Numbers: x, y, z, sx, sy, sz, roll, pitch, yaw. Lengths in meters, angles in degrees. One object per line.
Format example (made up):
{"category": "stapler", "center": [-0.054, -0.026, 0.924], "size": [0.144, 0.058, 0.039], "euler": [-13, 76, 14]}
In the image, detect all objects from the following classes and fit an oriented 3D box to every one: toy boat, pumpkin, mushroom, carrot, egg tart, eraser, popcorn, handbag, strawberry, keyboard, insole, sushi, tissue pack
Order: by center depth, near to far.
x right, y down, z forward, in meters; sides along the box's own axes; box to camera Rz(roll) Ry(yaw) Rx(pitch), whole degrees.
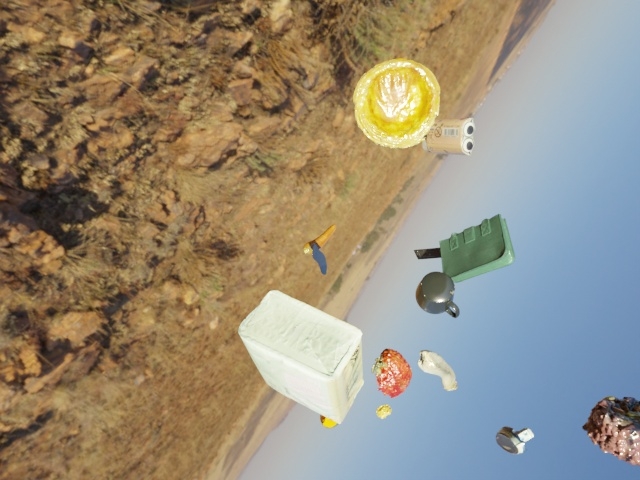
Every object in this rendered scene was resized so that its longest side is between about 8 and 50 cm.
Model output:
{"category": "tissue pack", "center": [-0.042, 0.380, 1.303], "size": [0.205, 0.331, 0.405], "euler": [-55, 154, -30]}
{"category": "sushi", "center": [1.138, 0.684, 1.513], "size": [0.236, 0.269, 0.171], "euler": [-105, -165, -70]}
{"category": "strawberry", "center": [0.296, 0.516, 1.576], "size": [0.236, 0.106, 0.175], "euler": [37, 54, -48]}
{"category": "mushroom", "center": [0.514, 0.560, 1.759], "size": [0.096, 0.278, 0.099], "euler": [-51, -152, -7]}
{"category": "insole", "center": [-0.002, 0.083, 1.771], "size": [0.253, 0.005, 0.086], "euler": [61, 33, -61]}
{"category": "egg tart", "center": [0.329, -0.586, 1.776], "size": [0.388, 0.387, 0.169], "euler": [-58, -176, 6]}
{"category": "handbag", "center": [0.697, 0.043, 1.838], "size": [0.326, 0.089, 0.239], "euler": [-31, -137, 43]}
{"category": "pumpkin", "center": [0.038, 0.757, 1.843], "size": [0.119, 0.183, 0.108], "euler": [-37, 144, 1]}
{"category": "toy boat", "center": [0.893, 0.905, 1.866], "size": [0.115, 0.114, 0.262], "euler": [-25, 160, -11]}
{"category": "eraser", "center": [0.622, -0.512, 2.002], "size": [0.290, 0.087, 0.171], "euler": [-152, -123, -61]}
{"category": "carrot", "center": [0.000, 0.000, 2.008], "size": [0.062, 0.066, 0.271], "euler": [-20, -169, 45]}
{"category": "keyboard", "center": [0.575, 0.068, 2.132], "size": [0.013, 0.061, 0.204], "euler": [-37, -166, -29]}
{"category": "popcorn", "center": [0.340, 0.911, 2.169], "size": [0.082, 0.057, 0.083], "euler": [-42, 136, 14]}

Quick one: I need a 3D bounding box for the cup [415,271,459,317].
{"category": "cup", "center": [0.533, 0.248, 1.812], "size": [0.169, 0.223, 0.177], "euler": [-39, 154, -14]}
